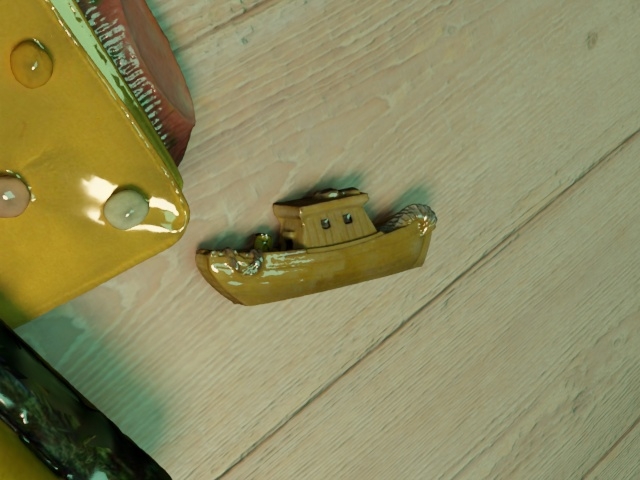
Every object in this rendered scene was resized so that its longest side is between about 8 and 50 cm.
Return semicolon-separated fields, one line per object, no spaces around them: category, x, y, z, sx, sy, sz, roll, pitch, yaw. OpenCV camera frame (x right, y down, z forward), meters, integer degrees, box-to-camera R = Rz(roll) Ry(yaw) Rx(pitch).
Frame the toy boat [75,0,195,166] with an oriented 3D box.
toy boat;-0.202;-0.180;0.923;0.141;0.099;0.318;-72;144;-57

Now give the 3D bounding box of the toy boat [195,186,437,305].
toy boat;0.000;0.000;1.117;0.321;0.089;0.121;-10;101;-33

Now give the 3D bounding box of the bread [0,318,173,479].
bread;-0.310;0.228;0.834;0.376;0.251;0.208;52;32;-34

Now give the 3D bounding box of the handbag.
handbag;-0.316;-0.100;0.786;0.283;0.133;0.401;-28;122;6
